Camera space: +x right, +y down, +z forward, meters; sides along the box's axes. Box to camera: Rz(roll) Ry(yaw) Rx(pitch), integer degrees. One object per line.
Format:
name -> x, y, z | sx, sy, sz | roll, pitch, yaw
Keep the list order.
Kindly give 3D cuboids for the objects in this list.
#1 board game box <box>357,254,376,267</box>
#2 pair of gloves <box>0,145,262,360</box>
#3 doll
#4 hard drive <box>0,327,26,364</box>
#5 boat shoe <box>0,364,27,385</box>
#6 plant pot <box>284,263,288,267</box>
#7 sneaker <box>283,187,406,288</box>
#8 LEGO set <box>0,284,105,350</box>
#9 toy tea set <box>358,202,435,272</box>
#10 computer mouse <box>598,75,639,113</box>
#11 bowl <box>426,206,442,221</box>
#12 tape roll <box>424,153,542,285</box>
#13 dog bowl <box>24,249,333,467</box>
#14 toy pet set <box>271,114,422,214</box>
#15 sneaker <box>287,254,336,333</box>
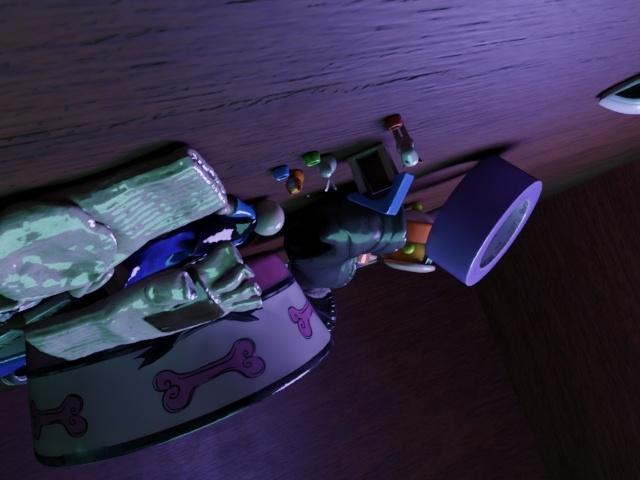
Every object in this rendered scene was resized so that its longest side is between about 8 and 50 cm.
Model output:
board game box -> 0.019, 0.073, 1.633 | 0.194, 0.060, 0.194 | -23, 174, 34
pair of gloves -> -0.156, 0.032, 0.469 | 0.204, 0.042, 0.240 | -19, 152, -5
doll -> -0.118, 0.000, 0.597 | 0.188, 0.046, 0.129 | -24, 167, -30
hard drive -> -0.574, 0.208, 0.987 | 0.210, 0.040, 0.318 | -14, 172, -42
boat shoe -> -0.600, 0.278, 1.369 | 0.206, 0.075, 0.065 | -8, 171, -43
plant pot -> -0.177, 0.198, 1.457 | 0.292, 0.197, 0.293 | -19, 174, -2
sneaker -> 0.000, 0.000, 0.831 | 0.130, 0.109, 0.286 | -7, 162, -24
LEGO set -> -0.293, 0.051, 0.602 | 0.182, 0.060, 0.244 | -31, 178, -12
toy tea set -> 0.113, -0.019, 1.065 | 0.199, 0.125, 0.336 | 9, 180, 6
computer mouse -> 0.431, -0.191, 0.721 | 0.192, 0.042, 0.106 | -23, 174, 20
bowl -> 0.300, -0.051, 1.485 | 0.142, 0.053, 0.142 | -24, 172, 36
tape roll -> 0.247, -0.029, 0.927 | 0.189, 0.080, 0.189 | -40, 152, -26
dog bowl -> -0.196, 0.133, 0.823 | 0.407, 0.151, 0.408 | -19, -177, 1
toy pet set -> 0.038, -0.052, 0.561 | 0.122, 0.065, 0.114 | -22, 174, 17
sneaker -> -0.025, 0.099, 1.069 | 0.085, 0.237, 0.086 | 32, 125, -25
